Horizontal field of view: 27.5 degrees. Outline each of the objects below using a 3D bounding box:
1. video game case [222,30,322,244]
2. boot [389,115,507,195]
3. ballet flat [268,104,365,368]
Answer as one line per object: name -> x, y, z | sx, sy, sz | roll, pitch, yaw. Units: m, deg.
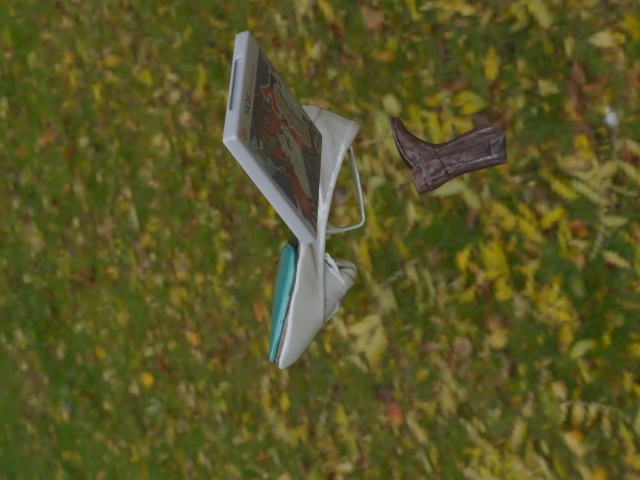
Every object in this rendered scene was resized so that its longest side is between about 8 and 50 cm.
video game case -> -0.053, -0.124, 1.581 | 0.201, 0.023, 0.183 | 53, -150, -43
boot -> 0.143, -0.112, 1.450 | 0.037, 0.114, 0.106 | 60, -173, -70
ballet flat -> 0.000, 0.000, 1.956 | 0.139, 0.139, 0.400 | 12, 99, 56
